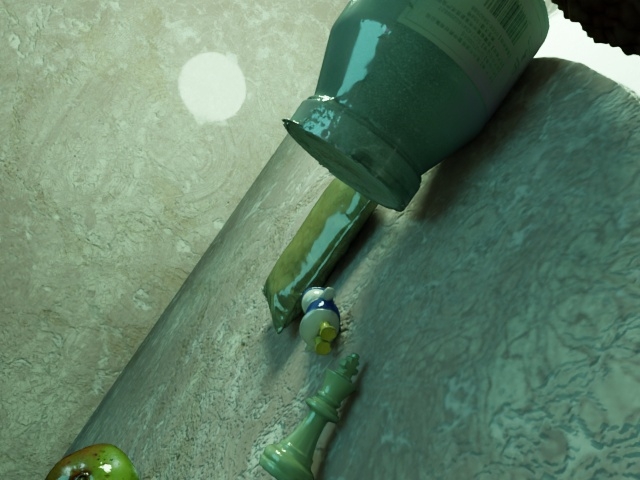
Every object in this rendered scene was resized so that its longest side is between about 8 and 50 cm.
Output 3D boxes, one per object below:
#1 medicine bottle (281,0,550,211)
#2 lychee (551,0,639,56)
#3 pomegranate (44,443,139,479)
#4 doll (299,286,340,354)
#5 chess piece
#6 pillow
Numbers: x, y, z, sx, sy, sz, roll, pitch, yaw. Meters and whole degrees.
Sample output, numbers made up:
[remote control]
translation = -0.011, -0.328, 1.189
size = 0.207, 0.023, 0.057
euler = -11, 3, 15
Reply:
[medicine bottle]
translation = 0.110, -0.210, 0.624
size = 0.290, 0.245, 0.245
euler = -53, 17, 1
[lychee]
translation = 0.263, -0.264, 0.314
size = 0.267, 0.267, 0.267
euler = -47, 18, 21
[pomegranate]
translation = -0.425, 0.493, 0.882
size = 0.180, 0.179, 0.210
euler = -81, -5, -56
[doll]
translation = -0.003, 0.102, 0.650
size = 0.143, 0.057, 0.099
euler = -110, 37, -71
[chess piece]
translation = 0.001, 0.184, 0.499
size = 0.149, 0.059, 0.059
euler = -53, 16, -19
[pillow]
translation = 0.000, 0.000, 0.803
size = 0.303, 0.074, 0.185
euler = -54, 20, 5
